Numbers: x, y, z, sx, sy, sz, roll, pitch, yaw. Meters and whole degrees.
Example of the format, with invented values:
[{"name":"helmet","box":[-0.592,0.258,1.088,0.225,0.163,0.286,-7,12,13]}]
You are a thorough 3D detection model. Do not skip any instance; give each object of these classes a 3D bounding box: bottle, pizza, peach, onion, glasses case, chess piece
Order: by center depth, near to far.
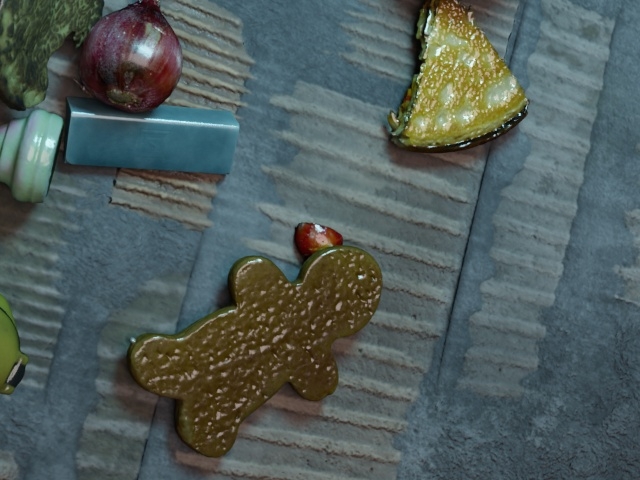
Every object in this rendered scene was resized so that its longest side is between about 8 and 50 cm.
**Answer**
[{"name":"bottle","box":[-0.495,0.128,1.546,0.171,0.351,0.171,-1,94,-22]},{"name":"chess piece","box":[-0.519,-0.148,1.652,0.271,0.139,0.139,14,89,-10]},{"name":"onion","box":[-0.277,-0.291,1.715,0.159,0.159,0.195,24,65,-22]},{"name":"glasses case","box":[-0.262,-0.163,1.778,0.266,0.056,0.105,2,92,-22]},{"name":"peach","box":[0.000,0.000,1.902,0.077,0.050,0.083,-29,100,-19]},{"name":"pizza","box":[0.205,-0.267,1.951,0.251,0.074,0.288,-39,106,-15]}]

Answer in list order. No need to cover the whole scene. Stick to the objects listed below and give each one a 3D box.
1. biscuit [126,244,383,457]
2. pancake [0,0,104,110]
[{"name":"biscuit","box":[-0.085,0.157,1.864,0.432,0.064,0.283,-37,111,-12]},{"name":"pancake","box":[-0.385,-0.319,1.618,0.033,0.286,0.288,17,88,11]}]
